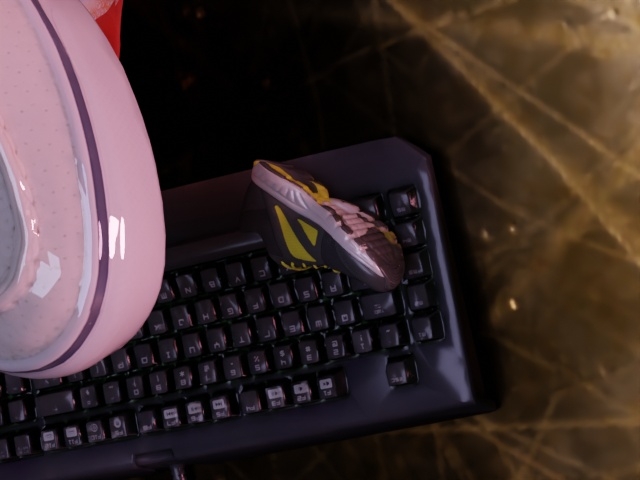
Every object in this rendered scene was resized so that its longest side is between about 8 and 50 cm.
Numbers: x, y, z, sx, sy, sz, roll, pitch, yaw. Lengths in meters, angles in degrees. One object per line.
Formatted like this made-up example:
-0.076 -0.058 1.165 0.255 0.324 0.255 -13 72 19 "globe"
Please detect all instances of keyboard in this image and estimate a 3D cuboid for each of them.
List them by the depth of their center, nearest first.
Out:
-0.072 0.082 0.864 0.317 0.033 0.202 -14 91 30 "keyboard"

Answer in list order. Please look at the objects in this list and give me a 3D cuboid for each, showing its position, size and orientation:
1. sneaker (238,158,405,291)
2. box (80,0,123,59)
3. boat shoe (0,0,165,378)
0.000 0.000 0.790 0.083 0.031 0.035 39 115 32 "sneaker"
-0.224 -0.128 0.860 0.257 0.128 0.123 8 100 27 "box"
-0.197 -0.105 0.685 0.136 0.156 0.367 -35 79 27 "boat shoe"
